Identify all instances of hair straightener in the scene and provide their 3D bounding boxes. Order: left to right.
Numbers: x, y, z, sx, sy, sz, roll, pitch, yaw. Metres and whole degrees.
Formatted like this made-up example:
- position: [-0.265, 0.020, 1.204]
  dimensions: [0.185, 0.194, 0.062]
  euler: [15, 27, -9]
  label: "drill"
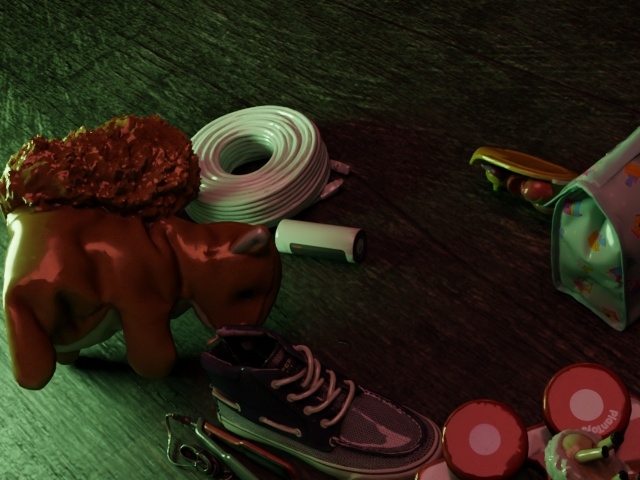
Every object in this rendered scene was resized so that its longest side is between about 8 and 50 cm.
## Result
- position: [-0.139, 0.295, 1.541]
  dimensions: [0.230, 0.047, 0.089]
  euler: [25, 57, 35]
  label: "hair straightener"

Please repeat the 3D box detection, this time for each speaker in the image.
- position: [0.000, 0.000, 1.787]
  dimensions: [0.136, 0.055, 0.055]
  euler: [8, 49, 24]
  label: "speaker"

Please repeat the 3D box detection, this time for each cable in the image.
- position: [-0.114, -0.120, 1.918]
  dimensions: [0.257, 0.089, 0.257]
  euler: [-37, 47, -19]
  label: "cable"

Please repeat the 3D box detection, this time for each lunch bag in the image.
- position: [0.426, -0.046, 1.549]
  dimensions: [0.223, 0.262, 0.160]
  euler: [-37, 47, -18]
  label: "lunch bag"

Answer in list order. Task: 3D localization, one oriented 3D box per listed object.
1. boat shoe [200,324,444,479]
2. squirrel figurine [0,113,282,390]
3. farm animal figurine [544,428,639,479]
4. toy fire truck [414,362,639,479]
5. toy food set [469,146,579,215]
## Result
- position: [-0.008, 0.211, 1.503]
  dimensions: [0.341, 0.158, 0.127]
  euler: [9, 50, 26]
  label: "boat shoe"
- position: [-0.251, -0.001, 1.645]
  dimensions: [0.370, 0.281, 0.397]
  euler: [-11, 85, -1]
  label: "squirrel figurine"
- position: [0.270, 0.402, 1.169]
  dimensions: [0.330, 0.172, 0.327]
  euler: [-36, 83, -36]
  label: "farm animal figurine"
- position: [0.276, 0.305, 1.336]
  dimensions: [0.302, 0.169, 0.254]
  euler: [-20, 62, -1]
  label: "toy fire truck"
- position: [0.318, -0.083, 1.746]
  dimensions: [0.128, 0.071, 0.218]
  euler: [0, 19, -38]
  label: "toy food set"
